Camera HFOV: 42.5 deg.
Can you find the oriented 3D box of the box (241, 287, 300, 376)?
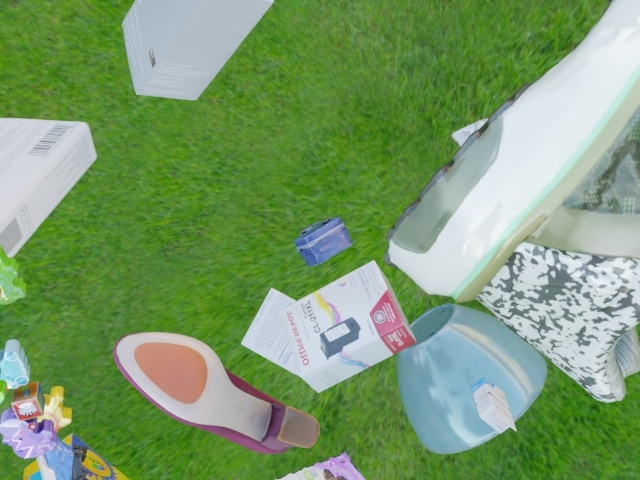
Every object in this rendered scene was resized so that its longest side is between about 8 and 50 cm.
[{"bbox_3d":[-0.063,0.180,1.612,0.137,0.072,0.126,28,85,7],"label":"box"}]

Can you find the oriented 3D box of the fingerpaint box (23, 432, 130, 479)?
[{"bbox_3d":[-0.487,0.726,1.909,0.163,0.371,0.445,-36,117,5],"label":"fingerpaint box"}]

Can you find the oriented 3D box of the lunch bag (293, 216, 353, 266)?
[{"bbox_3d":[0.000,0.000,1.473,0.098,0.067,0.065,-30,96,-26],"label":"lunch bag"}]

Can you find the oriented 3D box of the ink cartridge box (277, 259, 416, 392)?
[{"bbox_3d":[0.038,0.132,1.253,0.175,0.072,0.127,-29,54,7],"label":"ink cartridge box"}]

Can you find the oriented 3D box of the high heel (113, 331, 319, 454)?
[{"bbox_3d":[-0.192,0.262,1.358,0.377,0.181,0.127,35,63,-22],"label":"high heel"}]

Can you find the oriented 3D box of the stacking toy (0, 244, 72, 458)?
[{"bbox_3d":[-0.269,0.137,0.713,0.052,0.167,0.221,-12,122,-8],"label":"stacking toy"}]

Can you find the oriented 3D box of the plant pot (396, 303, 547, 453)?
[{"bbox_3d":[0.260,0.238,1.595,0.290,0.290,0.195,-36,101,6],"label":"plant pot"}]

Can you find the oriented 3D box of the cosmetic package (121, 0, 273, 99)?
[{"bbox_3d":[-0.167,-0.299,1.078,0.107,0.238,0.127,-1,65,-33],"label":"cosmetic package"}]

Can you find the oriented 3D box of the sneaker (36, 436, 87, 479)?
[{"bbox_3d":[-0.470,0.378,1.490,0.084,0.058,0.152,-11,58,-28],"label":"sneaker"}]

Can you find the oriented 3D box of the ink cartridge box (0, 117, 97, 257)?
[{"bbox_3d":[-0.485,-0.070,1.098,0.261,0.296,0.066,7,129,14],"label":"ink cartridge box"}]

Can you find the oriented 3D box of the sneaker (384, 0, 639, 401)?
[{"bbox_3d":[0.211,-0.061,0.376,0.182,0.158,0.410,46,134,7],"label":"sneaker"}]

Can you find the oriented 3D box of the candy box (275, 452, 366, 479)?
[{"bbox_3d":[0.014,0.563,1.760,0.165,0.196,0.070,48,133,35],"label":"candy box"}]

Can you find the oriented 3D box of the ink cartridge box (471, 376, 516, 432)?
[{"bbox_3d":[0.250,0.243,1.187,0.048,0.083,0.028,39,112,-21],"label":"ink cartridge box"}]

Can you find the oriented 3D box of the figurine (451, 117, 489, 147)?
[{"bbox_3d":[0.374,-0.152,1.784,0.092,0.215,0.209,-23,88,17],"label":"figurine"}]
